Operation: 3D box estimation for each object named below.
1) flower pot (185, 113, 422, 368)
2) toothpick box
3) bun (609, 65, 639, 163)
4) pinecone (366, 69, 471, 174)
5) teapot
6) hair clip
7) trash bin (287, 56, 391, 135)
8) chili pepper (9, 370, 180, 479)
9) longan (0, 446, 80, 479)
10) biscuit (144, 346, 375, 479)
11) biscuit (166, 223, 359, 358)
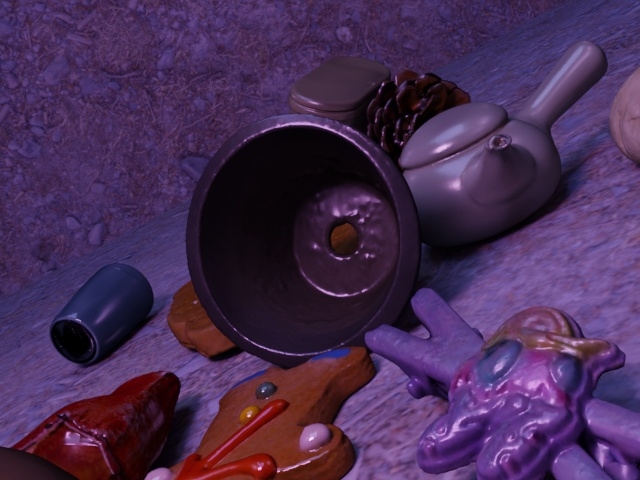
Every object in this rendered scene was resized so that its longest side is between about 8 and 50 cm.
[{"bbox_3d":[0.000,0.000,0.903,0.269,0.269,0.166,-24,-7,19],"label":"flower pot"},{"bbox_3d":[-0.380,0.128,1.395,0.120,0.120,0.184,-22,17,27],"label":"toothpick box"},{"bbox_3d":[0.401,-0.154,0.876,0.164,0.111,0.188,-27,9,-7],"label":"bun"},{"bbox_3d":[0.159,-0.172,1.263,0.179,0.184,0.204,-61,1,8],"label":"pinecone"},{"bbox_3d":[0.222,-0.117,1.017,0.220,0.149,0.318,-12,21,47],"label":"teapot"},{"bbox_3d":[0.109,0.101,0.543,0.137,0.090,0.278,-40,15,-11],"label":"hair clip"},{"bbox_3d":[0.024,-0.165,1.380,0.121,0.248,0.243,19,35,17],"label":"trash bin"},{"bbox_3d":[-0.217,0.206,0.823,0.252,0.136,0.144,-39,-32,-77],"label":"chili pepper"},{"bbox_3d":[-0.218,0.225,0.455,0.246,0.215,0.246,-50,10,12],"label":"longan"},{"bbox_3d":[-0.062,0.183,0.683,0.205,0.049,0.324,-21,17,27],"label":"biscuit"},{"bbox_3d":[-0.077,0.059,1.164,0.312,0.057,0.351,-33,15,-24],"label":"biscuit"}]
